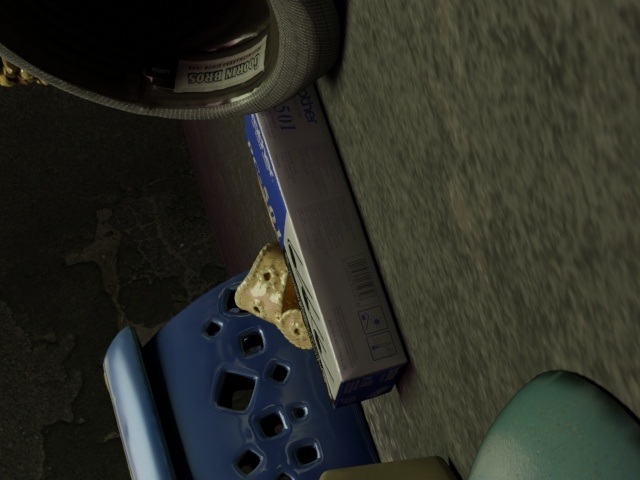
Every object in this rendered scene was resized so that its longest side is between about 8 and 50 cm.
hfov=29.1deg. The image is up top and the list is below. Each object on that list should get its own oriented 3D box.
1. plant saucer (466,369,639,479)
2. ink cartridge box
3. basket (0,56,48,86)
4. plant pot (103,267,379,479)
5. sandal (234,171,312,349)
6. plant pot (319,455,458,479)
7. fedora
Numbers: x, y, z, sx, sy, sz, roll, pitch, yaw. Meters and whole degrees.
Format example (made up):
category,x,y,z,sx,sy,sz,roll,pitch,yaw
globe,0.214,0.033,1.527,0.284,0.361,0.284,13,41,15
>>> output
category,x,y,z,sx,sy,sz,roll,pitch,yaw
plant saucer,0.110,0.202,0.421,0.317,0.044,0.317,164,90,-84
ink cartridge box,0.000,0.000,0.815,0.097,0.046,0.207,100,153,-72
basket,-0.178,-0.246,0.948,0.299,0.223,0.213,-86,-5,-71
plant pot,-0.077,0.181,1.176,0.236,0.212,0.236,86,166,-65
sandal,-0.038,0.034,1.067,0.088,0.079,0.240,82,169,-51
plant pot,0.042,0.185,0.699,0.096,0.109,0.109,-95,-5,-53
fedora,-0.099,-0.174,0.677,0.275,0.244,0.124,67,-147,-68
